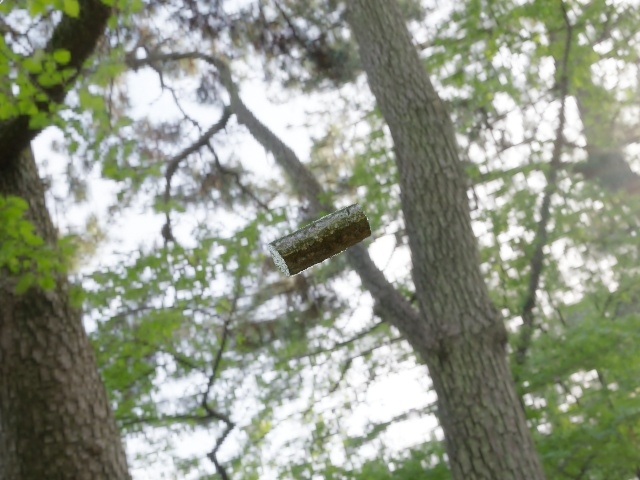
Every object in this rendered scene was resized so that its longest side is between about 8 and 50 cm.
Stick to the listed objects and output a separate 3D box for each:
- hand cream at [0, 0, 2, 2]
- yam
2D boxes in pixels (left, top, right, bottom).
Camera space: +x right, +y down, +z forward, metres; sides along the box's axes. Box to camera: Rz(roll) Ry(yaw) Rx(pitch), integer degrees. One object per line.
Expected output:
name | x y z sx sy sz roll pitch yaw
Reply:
hand cream | -0.364 -0.282 1.042 0.235 0.086 0.055 -40 -62 -9
yam | 0.000 0.000 1.529 0.169 0.068 0.068 -25 -27 -18
